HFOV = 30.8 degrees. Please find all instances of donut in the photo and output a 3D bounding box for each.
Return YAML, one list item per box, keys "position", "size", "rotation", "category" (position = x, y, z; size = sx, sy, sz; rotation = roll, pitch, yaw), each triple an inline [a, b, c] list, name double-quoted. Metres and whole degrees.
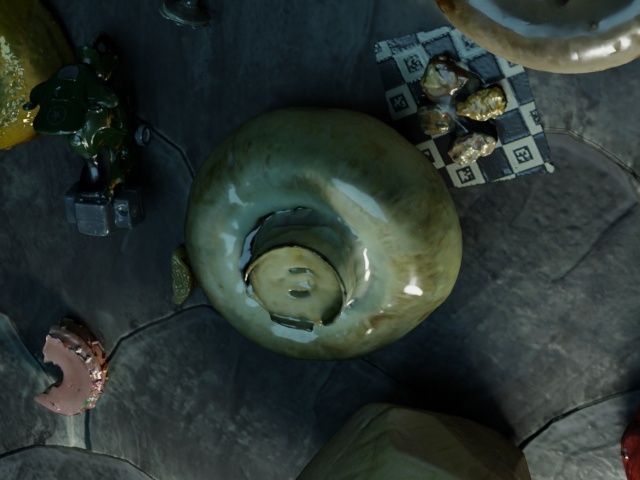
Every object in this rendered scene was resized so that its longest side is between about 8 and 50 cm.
- position: [-0.378, 0.203, 1.802]
  size: [0.117, 0.065, 0.166]
  rotation: [24, 123, 10]
  category: "donut"
- position: [-0.476, -0.244, 1.587]
  size: [0.277, 0.108, 0.277]
  rotation: [8, 118, 16]
  category: "donut"

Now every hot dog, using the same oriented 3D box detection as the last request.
- position: [-0.195, 0.052, 1.675]
  size: [0.034, 0.030, 0.090]
  rotation: [10, 119, 15]
  category: "hot dog"

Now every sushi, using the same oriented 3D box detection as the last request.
- position: [0.168, -0.156, 1.424]
  size: [0.193, 0.040, 0.210]
  rotation: [-9, 112, 25]
  category: "sushi"

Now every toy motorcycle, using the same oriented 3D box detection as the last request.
- position: [-0.300, -0.126, 1.534]
  size: [0.125, 0.187, 0.274]
  rotation: [5, 118, 18]
  category: "toy motorcycle"

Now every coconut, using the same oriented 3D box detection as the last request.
- position: [0.127, 0.400, 1.538]
  size: [0.344, 0.415, 0.415]
  rotation: [32, 127, 35]
  category: "coconut"

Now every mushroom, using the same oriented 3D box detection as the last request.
- position: [0.245, -0.339, 1.151]
  size: [0.362, 0.294, 0.362]
  rotation: [9, 117, 19]
  category: "mushroom"
- position: [0.000, 0.000, 1.439]
  size: [0.352, 0.260, 0.352]
  rotation: [10, 124, 15]
  category: "mushroom"

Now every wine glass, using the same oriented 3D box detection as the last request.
- position: [-0.146, -0.344, 1.433]
  size: [0.072, 0.072, 0.155]
  rotation: [27, 123, 6]
  category: "wine glass"

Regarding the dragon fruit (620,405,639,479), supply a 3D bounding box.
- position: [0.466, 0.370, 1.479]
  size: [0.152, 0.205, 0.317]
  rotation: [-38, 97, 32]
  category: "dragon fruit"
